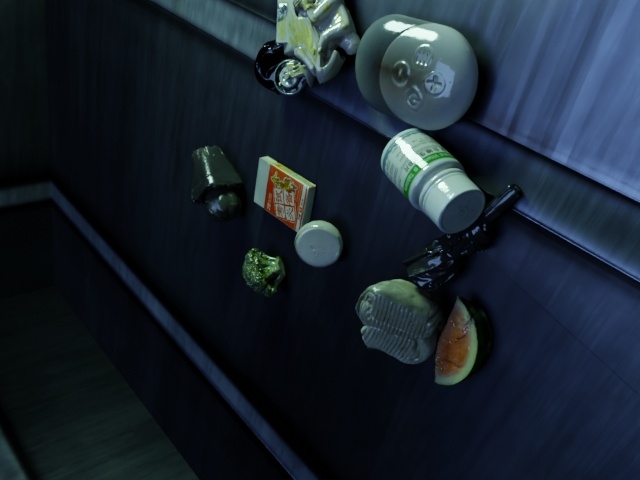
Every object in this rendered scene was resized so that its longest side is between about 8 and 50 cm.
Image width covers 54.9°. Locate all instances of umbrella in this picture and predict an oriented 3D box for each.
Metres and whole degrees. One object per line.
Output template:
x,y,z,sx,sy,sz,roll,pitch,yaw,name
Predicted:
0.317,-0.006,1.376,0.118,0.118,0.340,55,128,20,umbrella

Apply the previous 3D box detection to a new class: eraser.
-0.111,-0.139,1.852,0.230,0.038,0.157,35,127,35,eraser

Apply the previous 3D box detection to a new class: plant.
-0.347,-0.182,2.029,0.164,0.142,0.255,-34,73,48,plant

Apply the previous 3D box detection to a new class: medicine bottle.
0.241,-0.130,1.336,0.236,0.139,0.139,58,141,42,medicine bottle

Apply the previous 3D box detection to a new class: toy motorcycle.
-0.004,-0.522,1.513,0.223,0.108,0.340,7,97,18,toy motorcycle

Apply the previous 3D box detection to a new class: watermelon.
0.333,0.248,1.448,0.119,0.063,0.245,26,120,34,watermelon

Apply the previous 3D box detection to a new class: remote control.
0.203,-0.372,1.361,0.332,0.104,0.221,32,122,39,remote control

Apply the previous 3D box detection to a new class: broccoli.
-0.182,0.106,1.956,0.138,0.146,0.162,-18,72,19,broccoli

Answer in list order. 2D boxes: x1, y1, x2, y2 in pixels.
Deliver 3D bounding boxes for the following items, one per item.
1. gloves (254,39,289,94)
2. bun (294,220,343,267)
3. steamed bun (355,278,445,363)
-0.080,-0.457,1.647,0.204,0.124,0.164,23,132,22,gloves
0.000,0.000,1.735,0.138,0.094,0.138,6,120,11,bun
0.199,0.183,1.535,0.218,0.144,0.211,19,129,8,steamed bun
